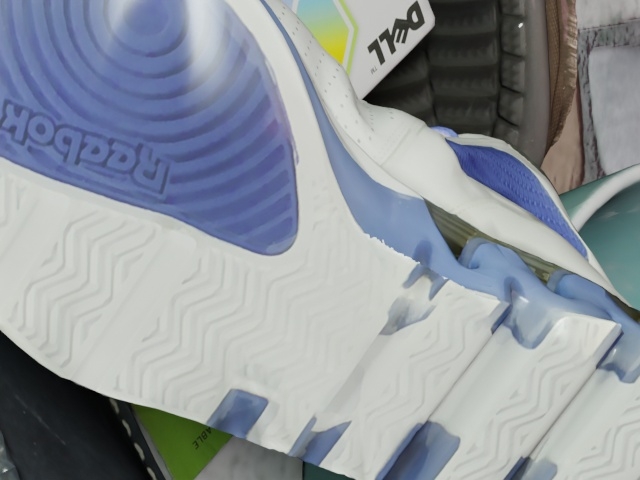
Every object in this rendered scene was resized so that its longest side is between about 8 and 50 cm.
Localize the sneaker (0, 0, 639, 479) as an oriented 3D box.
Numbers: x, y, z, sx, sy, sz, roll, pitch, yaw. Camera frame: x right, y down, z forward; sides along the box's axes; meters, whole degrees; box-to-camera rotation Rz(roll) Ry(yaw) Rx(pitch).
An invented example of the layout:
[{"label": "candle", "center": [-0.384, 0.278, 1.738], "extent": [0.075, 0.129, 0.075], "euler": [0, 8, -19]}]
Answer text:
[{"label": "sneaker", "center": [0.001, 0.001, 0.534], "extent": [0.315, 0.182, 0.127], "euler": [37, 100, -12]}]

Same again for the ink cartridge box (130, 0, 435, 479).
[{"label": "ink cartridge box", "center": [-0.031, -0.044, 0.658], "extent": [0.189, 0.097, 0.255], "euler": [-47, 123, -38]}]

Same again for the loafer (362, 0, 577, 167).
[{"label": "loafer", "center": [0.070, -0.199, 0.743], "extent": [0.130, 0.134, 0.366], "euler": [-18, 104, -47]}]

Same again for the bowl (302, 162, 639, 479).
[{"label": "bowl", "center": [0.107, 0.116, 0.765], "extent": [0.311, 0.163, 0.311], "euler": [-1, 91, -49]}]

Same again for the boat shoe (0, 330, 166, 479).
[{"label": "boat shoe", "center": [-0.037, 0.173, 0.512], "extent": [0.500, 0.156, 0.187], "euler": [67, 11, 6]}]
